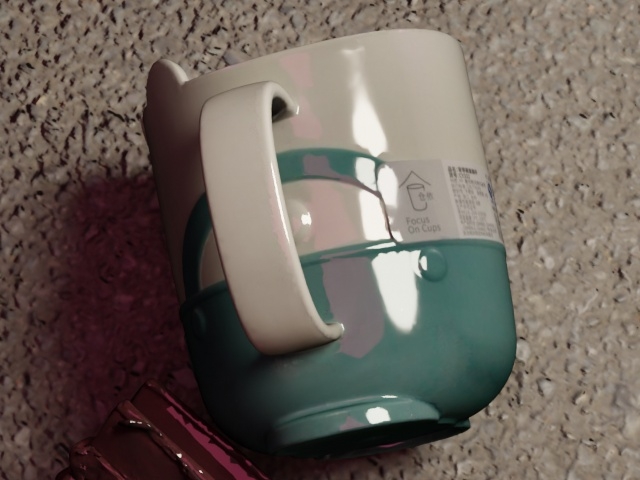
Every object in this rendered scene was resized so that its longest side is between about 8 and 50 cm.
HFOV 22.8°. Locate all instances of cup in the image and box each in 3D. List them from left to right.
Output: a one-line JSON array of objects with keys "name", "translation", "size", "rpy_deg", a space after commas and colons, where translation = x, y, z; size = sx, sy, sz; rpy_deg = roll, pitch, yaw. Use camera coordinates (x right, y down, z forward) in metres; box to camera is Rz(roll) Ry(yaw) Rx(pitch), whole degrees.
[{"name": "cup", "translation": [0.000, 0.000, 1.003], "size": [0.219, 0.289, 0.258], "rpy_deg": [-15, 77, 14]}]

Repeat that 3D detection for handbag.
[{"name": "handbag", "translation": [-0.095, 0.223, 1.020], "size": [0.216, 0.074, 0.203], "rpy_deg": [40, 116, 11]}]
